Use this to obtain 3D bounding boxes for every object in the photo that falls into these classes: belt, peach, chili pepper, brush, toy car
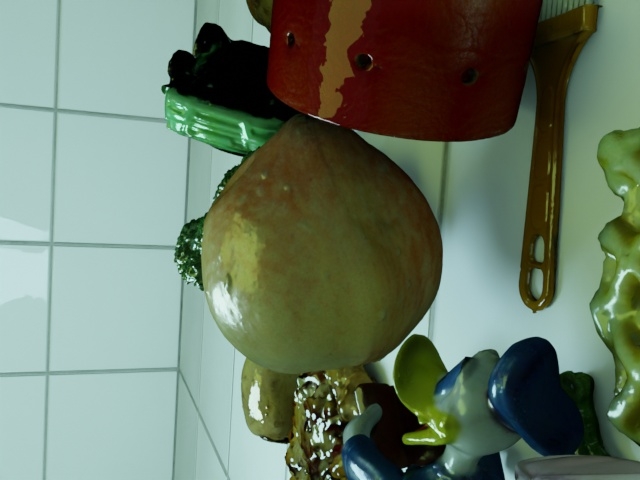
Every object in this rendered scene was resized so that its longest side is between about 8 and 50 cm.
[{"bbox_3d":[0.062,-0.189,0.588,0.324,0.227,0.115,-106,21,-63],"label":"belt"},{"bbox_3d":[0.000,0.000,0.573,0.232,0.232,0.233,-178,90,-70],"label":"peach"},{"bbox_3d":[0.199,0.153,0.470,0.118,0.035,0.055,-103,8,-45],"label":"chili pepper"},{"bbox_3d":[0.193,-0.094,0.543,0.090,0.017,0.315,-163,75,-72],"label":"brush"},{"bbox_3d":[-0.115,-0.222,1.032,0.359,0.213,0.177,-75,2,-57],"label":"toy car"}]

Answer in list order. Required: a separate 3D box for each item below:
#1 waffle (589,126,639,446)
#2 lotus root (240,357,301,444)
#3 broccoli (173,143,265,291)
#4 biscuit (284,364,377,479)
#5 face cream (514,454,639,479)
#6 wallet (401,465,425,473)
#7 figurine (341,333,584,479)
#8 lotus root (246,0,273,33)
[{"bbox_3d":[0.247,0.039,0.296,0.297,0.073,0.317,152,116,-67],"label":"waffle"},{"bbox_3d":[-0.083,0.244,1.134,0.125,0.118,0.221,-24,65,50],"label":"lotus root"},{"bbox_3d":[-0.027,0.011,0.829,0.284,0.303,0.321,66,170,-19],"label":"broccoli"},{"bbox_3d":[0.006,0.304,0.930,0.334,0.081,0.289,110,155,-43],"label":"biscuit"},{"bbox_3d":[0.159,0.251,0.330,0.107,0.073,0.269,139,129,-70],"label":"face cream"},{"bbox_3d":[0.084,0.226,0.734,0.129,0.026,0.088,-37,50,38],"label":"wallet"},{"bbox_3d":[0.117,0.198,0.531,0.284,0.204,0.338,-90,14,-56],"label":"figurine"},{"bbox_3d":[0.000,-0.396,0.905,0.291,0.193,0.193,137,132,-66],"label":"lotus root"}]
